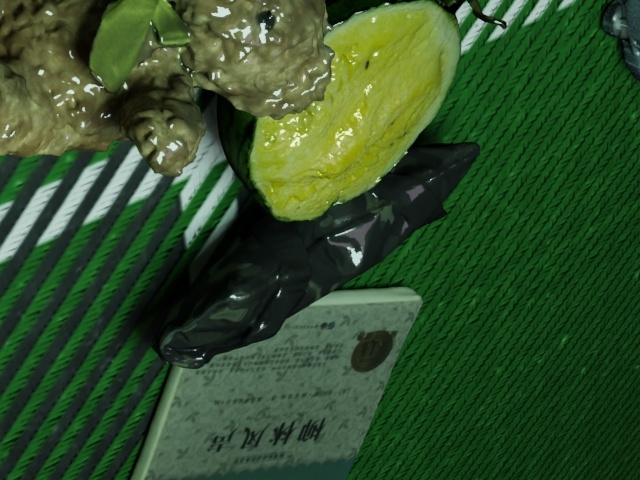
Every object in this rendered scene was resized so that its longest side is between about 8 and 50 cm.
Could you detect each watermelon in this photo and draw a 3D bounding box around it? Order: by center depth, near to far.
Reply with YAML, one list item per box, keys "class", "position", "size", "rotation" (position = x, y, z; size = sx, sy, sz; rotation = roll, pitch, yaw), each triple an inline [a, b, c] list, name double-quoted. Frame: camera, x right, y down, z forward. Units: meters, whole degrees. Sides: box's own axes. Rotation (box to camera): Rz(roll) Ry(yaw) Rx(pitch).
- class: "watermelon"
  position: [0.007, -0.133, 1.319]
  size: [0.232, 0.127, 0.204]
  rotation: [-52, 148, 10]

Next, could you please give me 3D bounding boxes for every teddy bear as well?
- class: "teddy bear"
  position: [-0.139, -0.152, 1.098]
  size: [0.222, 0.246, 0.296]
  rotation: [-31, 157, 21]

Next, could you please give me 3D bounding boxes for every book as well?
- class: "book"
  position: [-0.068, 0.210, 1.613]
  size: [0.264, 0.031, 0.379]
  rotation: [-1, 122, -39]

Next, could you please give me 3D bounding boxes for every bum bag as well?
- class: "bum bag"
  position: [0.000, 0.000, 1.425]
  size: [0.340, 0.095, 0.144]
  rotation: [-31, 175, -26]

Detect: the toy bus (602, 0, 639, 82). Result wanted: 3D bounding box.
- class: "toy bus"
  position: [0.320, -0.274, 1.524]
  size: [0.138, 0.097, 0.342]
  rotation: [-44, 140, -16]
